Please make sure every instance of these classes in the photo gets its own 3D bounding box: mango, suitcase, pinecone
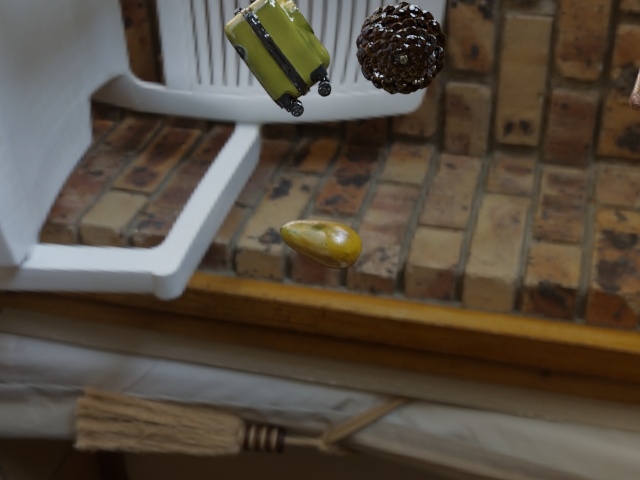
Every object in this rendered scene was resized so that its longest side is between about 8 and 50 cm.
[{"bbox_3d":[0.004,0.002,1.820,0.111,0.163,0.090,40,69,-60],"label":"mango"},{"bbox_3d":[-0.072,-0.371,1.799,0.235,0.143,0.194,53,8,-11],"label":"suitcase"},{"bbox_3d":[0.142,-0.351,1.662,0.165,0.162,0.163,-95,-174,-68],"label":"pinecone"}]

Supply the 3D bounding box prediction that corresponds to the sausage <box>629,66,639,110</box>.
[{"bbox_3d":[0.697,-0.354,1.974,0.047,0.040,0.177,115,-4,-66],"label":"sausage"}]
